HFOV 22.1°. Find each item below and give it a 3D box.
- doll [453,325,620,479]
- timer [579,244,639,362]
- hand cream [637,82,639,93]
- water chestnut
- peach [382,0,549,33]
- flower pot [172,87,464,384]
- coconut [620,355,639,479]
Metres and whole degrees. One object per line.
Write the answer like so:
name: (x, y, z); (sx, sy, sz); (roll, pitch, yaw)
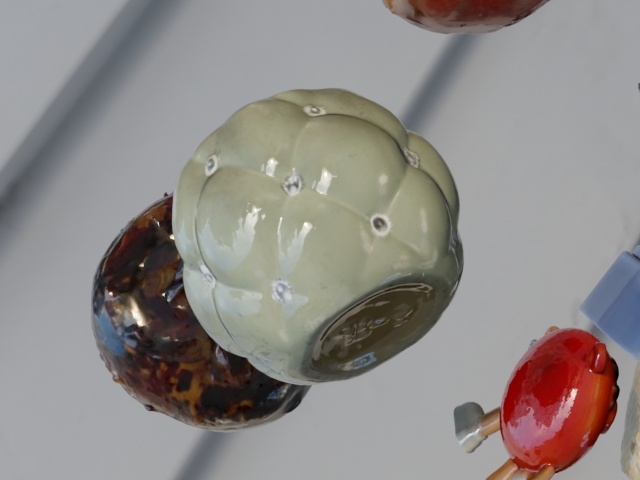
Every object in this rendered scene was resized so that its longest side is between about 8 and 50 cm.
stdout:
doll: (0.197, 0.150, 1.459); (0.085, 0.183, 0.217); (24, 128, -20)
timer: (0.551, 0.191, 2.305); (0.395, 0.173, 0.395); (39, -174, -5)
hand cream: (0.421, -0.082, 1.733); (0.139, 0.314, 0.089); (11, 119, -6)
water chestnut: (-0.116, 0.059, 1.810); (0.300, 0.300, 0.300); (26, 155, 13)
peach: (0.113, -0.362, 1.531); (0.338, 0.281, 0.281); (44, 153, -18)
flower pot: (0.000, 0.000, 1.358); (0.195, 0.246, 0.246); (57, 168, 29)
coconut: (0.467, 0.175, 1.489); (0.404, 0.405, 0.405); (26, 155, 13)
